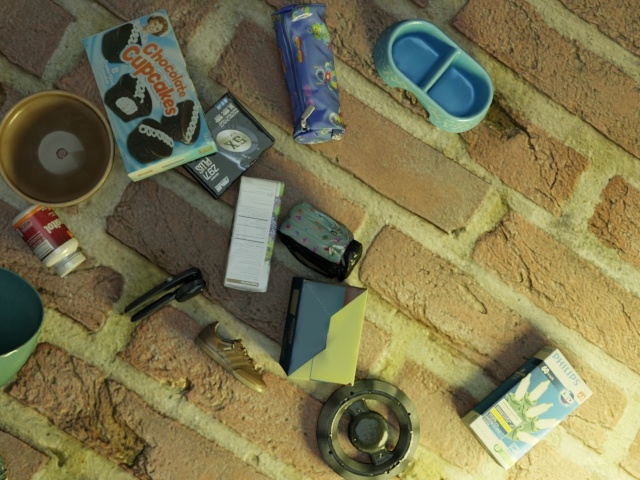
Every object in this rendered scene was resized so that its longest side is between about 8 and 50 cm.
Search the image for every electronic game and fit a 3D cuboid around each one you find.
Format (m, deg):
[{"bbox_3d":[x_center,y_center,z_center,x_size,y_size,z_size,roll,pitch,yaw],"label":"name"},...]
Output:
[{"bbox_3d":[0.104,0.416,1.976,0.229,0.048,0.229,0,90,-6],"label":"electronic game"}]

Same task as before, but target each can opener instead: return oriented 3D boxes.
[{"bbox_3d":[-0.331,0.114,1.920,0.186,0.073,0.059,-24,100,2],"label":"can opener"}]

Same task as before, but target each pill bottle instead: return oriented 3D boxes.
[{"bbox_3d":[-0.560,-0.002,1.876,0.086,0.086,0.152,-39,95,-6],"label":"pill bottle"}]

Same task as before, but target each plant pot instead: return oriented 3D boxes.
[{"bbox_3d":[-0.540,-0.185,1.869,0.237,0.110,0.237,0,90,-7],"label":"plant pot"},{"bbox_3d":[-0.704,0.203,1.785,0.290,0.290,0.195,15,123,-7],"label":"plant pot"}]

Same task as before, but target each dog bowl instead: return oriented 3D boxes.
[{"bbox_3d":[0.256,-0.368,1.994,0.297,0.074,0.166,40,85,-6],"label":"dog bowl"}]

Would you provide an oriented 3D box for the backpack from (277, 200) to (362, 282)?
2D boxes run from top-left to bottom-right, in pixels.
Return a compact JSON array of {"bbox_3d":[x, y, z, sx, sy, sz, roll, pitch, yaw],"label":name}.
[{"bbox_3d":[0.000,0.000,1.931,0.182,0.152,0.115,34,80,6],"label":"backpack"}]

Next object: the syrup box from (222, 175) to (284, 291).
[{"bbox_3d":[-0.145,-0.012,1.926,0.096,0.093,0.237,8,88,-8],"label":"syrup box"}]

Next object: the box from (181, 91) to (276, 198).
[{"bbox_3d":[-0.210,-0.199,1.928,0.180,0.077,0.147,-44,95,-6],"label":"box"}]

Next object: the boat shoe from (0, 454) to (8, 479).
[{"bbox_3d":[-0.769,0.497,1.838,0.254,0.095,0.079,-13,93,-9],"label":"boat shoe"}]

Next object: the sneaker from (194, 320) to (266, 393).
[{"bbox_3d":[-0.178,0.249,1.933,0.188,0.066,0.071,40,84,-6],"label":"sneaker"}]

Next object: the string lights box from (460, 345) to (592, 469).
[{"bbox_3d":[0.456,0.368,2.008,0.259,0.077,0.133,-40,93,-6],"label":"string lights box"}]

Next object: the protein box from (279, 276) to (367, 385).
[{"bbox_3d":[0.001,0.184,1.888,0.136,0.201,0.200,9,88,-7],"label":"protein box"}]

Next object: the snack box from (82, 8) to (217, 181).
[{"bbox_3d":[-0.353,-0.301,1.872,0.187,0.060,0.322,-21,76,-2],"label":"snack box"}]

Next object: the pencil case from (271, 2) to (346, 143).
[{"bbox_3d":[-0.025,-0.354,1.929,0.119,0.133,0.306,-10,90,26],"label":"pencil case"}]
